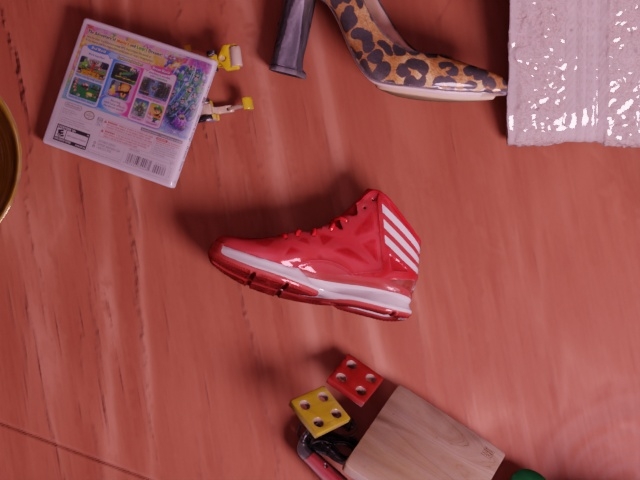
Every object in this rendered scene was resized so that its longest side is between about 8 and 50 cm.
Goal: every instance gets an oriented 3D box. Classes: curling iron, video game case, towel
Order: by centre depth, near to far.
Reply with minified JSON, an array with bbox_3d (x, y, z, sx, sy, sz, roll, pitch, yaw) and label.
[{"bbox_3d":[0.076,0.287,1.606,0.068,0.035,0.274,-41,85,-3],"label":"curling iron"},{"bbox_3d":[0.289,-0.235,1.607,0.187,0.049,0.282,2,102,6],"label":"towel"},{"bbox_3d":[-0.203,-0.147,1.647,0.157,0.019,0.143,19,91,14],"label":"video game case"}]

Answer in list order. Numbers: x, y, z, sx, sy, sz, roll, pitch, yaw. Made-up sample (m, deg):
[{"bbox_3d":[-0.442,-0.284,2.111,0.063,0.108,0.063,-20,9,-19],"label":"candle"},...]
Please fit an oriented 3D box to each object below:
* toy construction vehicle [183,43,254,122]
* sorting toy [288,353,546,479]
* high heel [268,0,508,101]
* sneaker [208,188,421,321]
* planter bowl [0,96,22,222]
[{"bbox_3d":[-0.126,-0.168,1.661,0.098,0.035,0.086,-13,83,9],"label":"toy construction vehicle"},{"bbox_3d":[0.093,0.229,1.578,0.274,0.046,0.132,33,44,7],"label":"sorting toy"},{"bbox_3d":[0.082,-0.247,1.627,0.261,0.093,0.186,12,91,12],"label":"high heel"},{"bbox_3d":[0.000,0.000,1.625,0.221,0.087,0.128,17,76,-9],"label":"sneaker"},{"bbox_3d":[-0.413,-0.077,1.628,0.217,0.090,0.217,0,85,1],"label":"planter bowl"}]
